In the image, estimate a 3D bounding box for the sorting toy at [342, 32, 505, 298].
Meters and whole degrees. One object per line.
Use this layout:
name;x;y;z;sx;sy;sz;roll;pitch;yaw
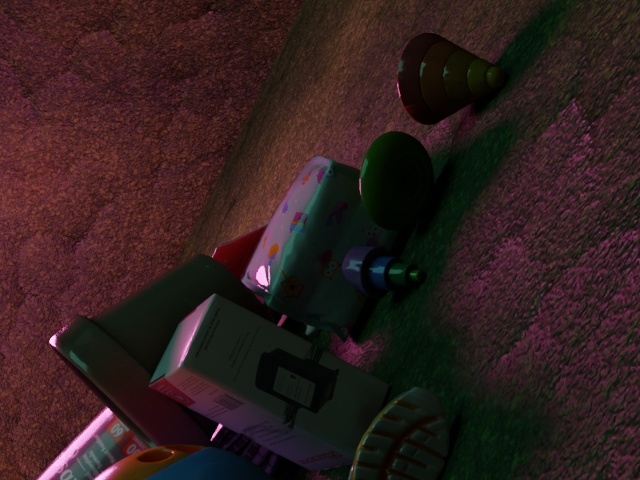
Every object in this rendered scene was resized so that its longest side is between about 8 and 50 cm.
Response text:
sorting toy;0.142;-0.095;1.620;0.126;0.127;0.365;5;69;45

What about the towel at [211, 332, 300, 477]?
towel;-0.117;0.256;1.855;0.283;0.121;0.235;-63;13;4

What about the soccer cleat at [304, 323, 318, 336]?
soccer cleat;-0.011;0.110;1.928;0.035;0.029;0.083;-53;20;26

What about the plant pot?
plant pot;-0.188;0.148;1.709;0.229;0.263;0.263;-45;7;-15

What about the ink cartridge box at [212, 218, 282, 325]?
ink cartridge box;-0.119;0.097;2.019;0.261;0.066;0.296;-33;-24;-56

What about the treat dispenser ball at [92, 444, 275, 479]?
treat dispenser ball;-0.146;0.360;1.363;0.288;0.288;0.288;-59;13;23

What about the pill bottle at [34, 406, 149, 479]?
pill bottle;-0.358;0.430;2.090;0.363;0.210;0.210;-46;13;1

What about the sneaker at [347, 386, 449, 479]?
sneaker;0.056;0.241;1.258;0.215;0.084;0.083;-65;7;-2

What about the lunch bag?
lunch bag;0.000;0.000;1.800;0.223;0.160;0.262;-65;14;1

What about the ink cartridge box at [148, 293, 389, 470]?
ink cartridge box;-0.062;0.173;1.523;0.100;0.237;0.172;-65;12;-21
